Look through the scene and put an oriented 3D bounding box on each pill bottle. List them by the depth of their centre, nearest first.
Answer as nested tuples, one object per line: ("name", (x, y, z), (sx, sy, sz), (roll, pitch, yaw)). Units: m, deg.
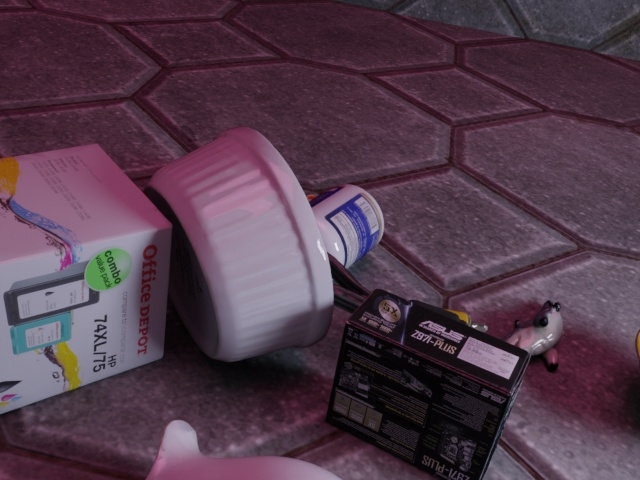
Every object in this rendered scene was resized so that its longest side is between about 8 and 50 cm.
("pill bottle", (0.000, 0.000, 1.037), (0.112, 0.112, 0.186), (25, 35, 24))

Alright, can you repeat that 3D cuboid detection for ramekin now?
("ramekin", (-0.106, 0.016, 0.853), (0.127, 0.273, 0.273), (-22, 42, -24))

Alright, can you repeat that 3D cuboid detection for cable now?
("cable", (0.077, 0.104, 0.904), (0.287, 0.072, 0.139), (20, 45, -1))

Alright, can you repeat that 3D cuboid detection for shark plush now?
("shark plush", (0.292, 0.109, 1.003), (0.067, 0.073, 0.161), (-8, 26, 32))

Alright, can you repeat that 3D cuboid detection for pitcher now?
("pitcher", (-0.072, 0.258, 0.613), (0.207, 0.125, 0.178), (12, 51, 24))

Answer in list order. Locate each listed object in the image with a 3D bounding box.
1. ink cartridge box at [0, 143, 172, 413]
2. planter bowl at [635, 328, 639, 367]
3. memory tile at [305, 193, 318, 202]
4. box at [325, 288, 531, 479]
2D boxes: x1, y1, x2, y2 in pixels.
("ink cartridge box", (-0.328, 0.040, 0.795), (0.270, 0.198, 0.197), (-16, 42, -36))
("planter bowl", (0.472, 0.192, 0.879), (0.217, 0.090, 0.217), (7, 31, -4))
("memory tile", (-0.040, -0.039, 1.184), (0.148, 0.012, 0.113), (-11, 37, -31))
("box", (0.110, 0.157, 0.780), (0.180, 0.147, 0.077), (22, 33, 20))
